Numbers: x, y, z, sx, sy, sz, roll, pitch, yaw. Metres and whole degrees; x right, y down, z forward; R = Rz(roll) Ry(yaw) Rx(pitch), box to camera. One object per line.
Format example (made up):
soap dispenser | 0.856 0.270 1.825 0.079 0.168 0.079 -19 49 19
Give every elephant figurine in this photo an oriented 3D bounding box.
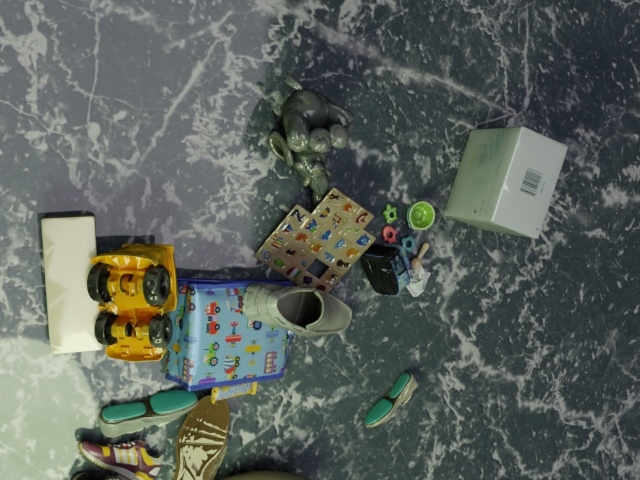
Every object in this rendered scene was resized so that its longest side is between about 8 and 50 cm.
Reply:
elephant figurine | -0.032 -0.204 1.804 0.169 0.239 0.186 14 64 -7

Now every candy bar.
candy bar | -0.189 0.327 1.816 0.161 0.018 0.040 3 99 -59

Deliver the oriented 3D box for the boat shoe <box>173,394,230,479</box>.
boat shoe | -0.267 0.474 1.815 0.104 0.089 0.285 18 86 4

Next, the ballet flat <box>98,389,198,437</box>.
ballet flat | -0.367 0.372 1.775 0.213 0.072 0.068 -8 126 -20

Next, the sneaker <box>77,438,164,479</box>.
sneaker | -0.422 0.449 1.757 0.185 0.069 0.084 36 74 -27

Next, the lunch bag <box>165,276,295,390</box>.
lunch bag | -0.173 0.195 1.801 0.293 0.138 0.221 2 93 -32

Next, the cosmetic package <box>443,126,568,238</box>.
cosmetic package | 0.425 -0.137 1.938 0.138 0.224 0.224 19 88 -20

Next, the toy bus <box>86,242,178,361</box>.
toy bus | -0.354 0.108 1.676 0.149 0.211 0.220 1 106 12

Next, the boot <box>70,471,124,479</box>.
boot | -0.397 0.559 1.707 0.236 0.178 0.085 41 59 -18

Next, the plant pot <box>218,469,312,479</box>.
plant pot | -0.158 0.614 1.791 0.190 0.284 0.284 21 88 10

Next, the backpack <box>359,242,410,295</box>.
backpack | 0.158 0.065 1.921 0.084 0.105 0.114 -37 118 -36

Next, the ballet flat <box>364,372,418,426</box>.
ballet flat | 0.176 0.392 1.989 0.168 0.057 0.052 -47 119 -11

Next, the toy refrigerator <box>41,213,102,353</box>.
toy refrigerator | -0.498 0.084 1.671 0.102 0.094 0.270 -4 97 -14

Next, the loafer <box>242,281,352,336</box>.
loafer | -0.030 0.155 1.801 0.319 0.111 0.112 12 85 -48

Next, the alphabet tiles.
alphabet tiles | 0.000 0.000 1.848 0.198 0.009 0.237 34 108 -21

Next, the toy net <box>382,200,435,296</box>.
toy net | 0.213 0.024 1.968 0.122 0.045 0.232 -8 99 -21
